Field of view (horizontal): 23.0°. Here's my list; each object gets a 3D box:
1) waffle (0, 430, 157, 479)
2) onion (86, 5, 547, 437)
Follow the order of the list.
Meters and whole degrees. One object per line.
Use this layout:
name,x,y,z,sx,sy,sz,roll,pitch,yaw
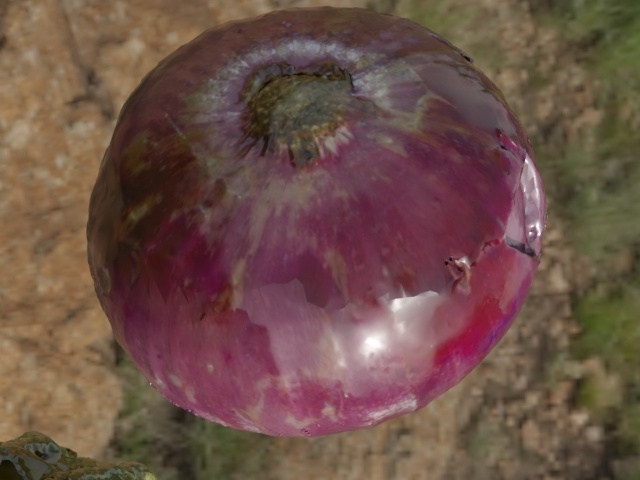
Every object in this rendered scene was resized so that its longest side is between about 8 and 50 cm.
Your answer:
waffle,-0.138,0.124,0.576,0.208,0.214,0.054,12,114,-19
onion,-0.002,-0.006,0.607,0.177,0.177,0.153,-36,131,-45
